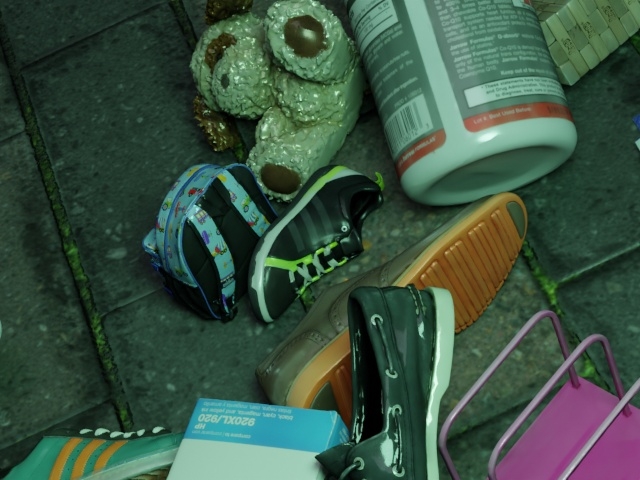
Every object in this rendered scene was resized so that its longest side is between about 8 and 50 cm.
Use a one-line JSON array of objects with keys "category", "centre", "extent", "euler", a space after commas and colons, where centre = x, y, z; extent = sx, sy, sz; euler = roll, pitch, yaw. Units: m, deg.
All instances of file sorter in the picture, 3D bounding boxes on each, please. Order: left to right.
[{"category": "file sorter", "centre": [0.286, 0.225, 1.652], "extent": [0.291, 0.182, 0.202], "euler": [29, 68, 36]}]

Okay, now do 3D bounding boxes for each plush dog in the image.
[{"category": "plush dog", "centre": [-0.059, -0.208, 2.139], "extent": [0.225, 0.262, 0.210], "euler": [21, 29, 22]}]

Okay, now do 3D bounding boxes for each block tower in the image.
[{"category": "block tower", "centre": [0.372, -0.318, 2.101], "extent": [0.335, 0.091, 0.097], "euler": [-40, 23, -11]}]

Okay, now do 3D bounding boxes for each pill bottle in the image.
[{"category": "pill bottle", "centre": [0.147, -0.240, 1.981], "extent": [0.210, 0.210, 0.363], "euler": [-18, 75, 7]}]

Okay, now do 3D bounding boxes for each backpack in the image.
[{"category": "backpack", "centre": [-0.133, -0.014, 2.014], "extent": [0.117, 0.173, 0.158], "euler": [23, 64, 34]}]

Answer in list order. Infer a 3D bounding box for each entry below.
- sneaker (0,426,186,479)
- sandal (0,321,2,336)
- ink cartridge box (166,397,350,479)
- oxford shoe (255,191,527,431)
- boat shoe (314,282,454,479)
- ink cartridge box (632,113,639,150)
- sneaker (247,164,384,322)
[{"category": "sneaker", "centre": [-0.245, 0.248, 1.888], "extent": [0.302, 0.108, 0.121], "euler": [-19, 53, 8]}, {"category": "sandal", "centre": [-0.464, 0.144, 2.089], "extent": [0.265, 0.076, 0.102], "euler": [-4, 33, 44]}, {"category": "ink cartridge box", "centre": [-0.063, 0.306, 1.728], "extent": [0.168, 0.171, 0.232], "euler": [4, 54, 25]}, {"category": "oxford shoe", "centre": [0.077, 0.059, 1.909], "extent": [0.364, 0.130, 0.133], "euler": [-40, 42, -14]}, {"category": "boat shoe", "centre": [0.052, 0.199, 1.647], "extent": [0.113, 0.127, 0.340], "euler": [13, 75, -14]}, {"category": "ink cartridge box", "centre": [0.462, -0.139, 1.912], "extent": [0.223, 0.045, 0.224], "euler": [-42, 43, 21]}, {"category": "sneaker", "centre": [0.000, 0.000, 2.011], "extent": [0.097, 0.084, 0.234], "euler": [15, 60, 29]}]
